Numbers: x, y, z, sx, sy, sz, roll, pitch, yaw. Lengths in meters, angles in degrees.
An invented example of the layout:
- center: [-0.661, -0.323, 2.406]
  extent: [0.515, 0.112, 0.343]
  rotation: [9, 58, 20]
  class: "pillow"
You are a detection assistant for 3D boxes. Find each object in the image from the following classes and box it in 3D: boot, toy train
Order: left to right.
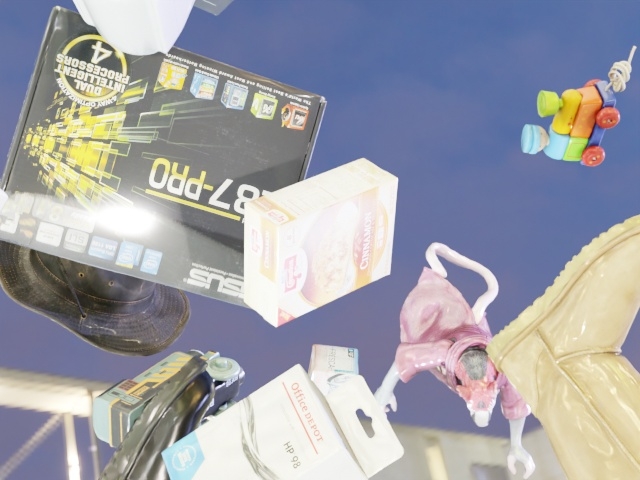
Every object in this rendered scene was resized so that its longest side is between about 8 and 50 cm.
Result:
- center: [-0.297, 0.316, 2.216]
  extent: [0.334, 0.190, 0.142]
  rotation: [-34, -46, -52]
  class: "toy train"
- center: [-0.188, 0.373, 1.639]
  extent: [0.260, 0.348, 0.131]
  rotation: [33, -14, -5]
  class: "boot"
- center: [0.453, -0.248, 1.976]
  extent: [0.143, 0.105, 0.248]
  rotation: [1, -47, -10]
  class: "toy train"
- center: [0.303, 0.145, 1.025]
  extent: [0.089, 0.269, 0.236]
  rotation: [9, -50, -45]
  class: "boot"

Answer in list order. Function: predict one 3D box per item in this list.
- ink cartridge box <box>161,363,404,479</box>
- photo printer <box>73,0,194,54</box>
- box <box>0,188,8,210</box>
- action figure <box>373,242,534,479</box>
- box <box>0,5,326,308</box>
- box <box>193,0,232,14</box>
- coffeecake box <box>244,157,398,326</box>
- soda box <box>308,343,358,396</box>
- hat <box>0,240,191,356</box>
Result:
- center: [-0.033, 0.179, 0.934]
  extent: [0.180, 0.104, 0.060]
  rotation: [-33, -46, 1]
  class: "ink cartridge box"
- center: [-0.142, -0.312, 0.982]
  extent: [0.107, 0.256, 0.307]
  rotation: [21, -2, -5]
  class: "photo printer"
- center: [-0.471, 0.044, 1.124]
  extent: [0.148, 0.121, 0.311]
  rotation: [29, -91, -54]
  class: "box"
- center: [0.237, 0.176, 1.669]
  extent: [0.248, 0.276, 0.370]
  rotation: [23, 2, -3]
  class: "action figure"
- center: [-0.222, -0.105, 1.525]
  extent: [0.395, 0.318, 0.097]
  rotation: [18, -2, -18]
  class: "box"
- center: [-0.117, -0.515, 1.341]
  extent: [0.179, 0.343, 0.312]
  rotation: [16, -38, -40]
  class: "box"
- center: [0.000, 0.000, 1.337]
  extent: [0.185, 0.068, 0.142]
  rotation: [-23, -49, -34]
  class: "coffeecake box"
- center: [0.008, 0.228, 1.473]
  extent: [0.063, 0.058, 0.183]
  rotation: [6, -57, -3]
  class: "soda box"
- center: [-0.325, 0.015, 1.694]
  extent: [0.331, 0.331, 0.134]
  rotation: [11, -54, -38]
  class: "hat"
